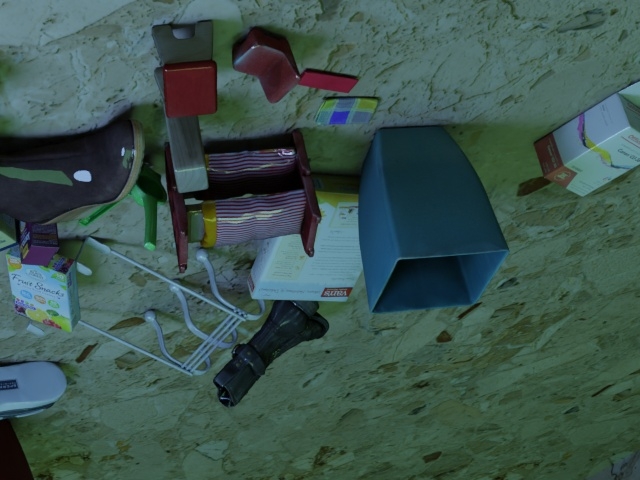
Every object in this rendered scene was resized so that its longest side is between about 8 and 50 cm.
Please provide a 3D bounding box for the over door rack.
[{"bbox_3d":[-0.282,0.098,2.034,0.324,0.108,0.239,19,141,-22],"label":"over door rack"}]

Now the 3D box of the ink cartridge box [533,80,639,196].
[{"bbox_3d":[0.441,-0.153,1.891,0.198,0.067,0.115,-33,145,33],"label":"ink cartridge box"}]

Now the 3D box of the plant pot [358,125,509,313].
[{"bbox_3d":[0.143,-0.041,1.797,0.165,0.234,0.166,-4,152,-16],"label":"plant pot"}]

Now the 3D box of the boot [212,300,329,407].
[{"bbox_3d":[-0.096,0.189,2.126,0.229,0.091,0.263,-50,163,-10],"label":"boot"}]

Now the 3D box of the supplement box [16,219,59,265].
[{"bbox_3d":[-0.405,-0.013,1.782,0.043,0.083,0.055,6,146,-31],"label":"supplement box"}]

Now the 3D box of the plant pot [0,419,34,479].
[{"bbox_3d":[-0.690,0.442,2.335,0.267,0.236,0.267,-15,153,3],"label":"plant pot"}]

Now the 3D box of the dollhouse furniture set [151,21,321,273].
[{"bbox_3d":[-0.105,-0.118,1.640,0.201,0.152,0.374,-8,152,-9],"label":"dollhouse furniture set"}]

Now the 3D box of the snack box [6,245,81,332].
[{"bbox_3d":[-0.422,0.072,1.902,0.100,0.037,0.141,17,138,9],"label":"snack box"}]

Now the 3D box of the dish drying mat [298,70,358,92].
[{"bbox_3d":[0.008,-0.213,1.667,0.083,0.008,0.032,4,148,-30],"label":"dish drying mat"}]

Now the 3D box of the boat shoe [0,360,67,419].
[{"bbox_3d":[-0.608,0.276,2.214,0.301,0.108,0.102,-3,150,-32],"label":"boat shoe"}]

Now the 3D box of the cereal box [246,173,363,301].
[{"bbox_3d":[0.000,0.000,1.952,0.173,0.047,0.240,4,134,-26],"label":"cereal box"}]

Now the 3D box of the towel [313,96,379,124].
[{"bbox_3d":[0.037,-0.180,1.737,0.083,0.009,0.060,-1,151,-21],"label":"towel"}]

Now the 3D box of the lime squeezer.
[{"bbox_3d":[-0.261,-0.056,1.709,0.110,0.310,0.059,-45,114,-15],"label":"lime squeezer"}]

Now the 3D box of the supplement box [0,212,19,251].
[{"bbox_3d":[-0.486,-0.021,1.762,0.083,0.056,0.083,-20,150,14],"label":"supplement box"}]

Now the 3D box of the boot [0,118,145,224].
[{"bbox_3d":[-0.365,-0.092,1.645,0.206,0.090,0.248,6,150,-35],"label":"boot"}]
